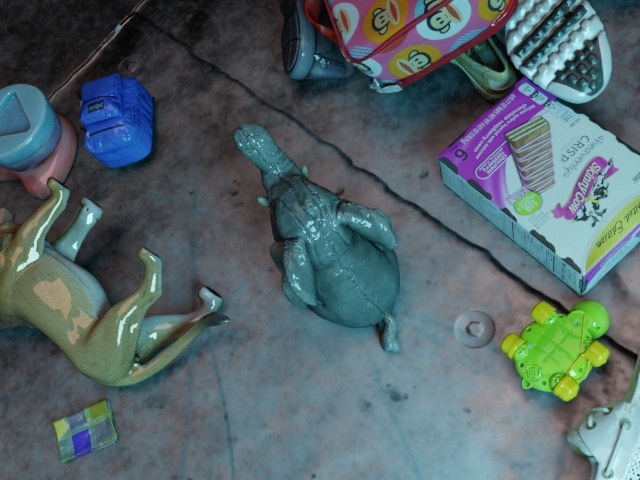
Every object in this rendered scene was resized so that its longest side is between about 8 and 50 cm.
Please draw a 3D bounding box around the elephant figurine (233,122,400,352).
[{"bbox_3d":[0.000,0.000,0.899,0.186,0.239,0.169,9,69,21],"label":"elephant figurine"}]

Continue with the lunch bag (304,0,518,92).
[{"bbox_3d":[0.092,-0.344,1.009,0.258,0.120,0.293,-29,58,27],"label":"lunch bag"}]

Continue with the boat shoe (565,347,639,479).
[{"bbox_3d":[0.296,0.207,0.793,0.096,0.098,0.277,13,72,21],"label":"boat shoe"}]

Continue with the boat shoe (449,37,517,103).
[{"bbox_3d":[0.198,-0.269,1.059,0.068,0.072,0.190,-37,61,-2],"label":"boat shoe"}]

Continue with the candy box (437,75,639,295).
[{"bbox_3d":[0.277,-0.070,0.943,0.159,0.071,0.233,-43,62,-6],"label":"candy box"}]

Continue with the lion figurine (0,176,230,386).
[{"bbox_3d":[-0.321,0.082,1.022,0.392,0.142,0.240,34,86,23],"label":"lion figurine"}]

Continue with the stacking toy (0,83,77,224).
[{"bbox_3d":[-0.549,-0.127,1.192,0.309,0.130,0.279,12,70,22],"label":"stacking toy"}]

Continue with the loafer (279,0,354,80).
[{"bbox_3d":[-0.006,-0.361,1.165,0.095,0.109,0.302,7,65,-20],"label":"loafer"}]

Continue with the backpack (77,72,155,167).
[{"bbox_3d":[-0.304,-0.173,1.156,0.098,0.101,0.120,-16,66,17],"label":"backpack"}]

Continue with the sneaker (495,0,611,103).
[{"bbox_3d":[0.272,-0.269,0.995,0.110,0.118,0.292,-41,52,17],"label":"sneaker"}]

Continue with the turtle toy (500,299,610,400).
[{"bbox_3d":[0.265,0.115,0.863,0.130,0.066,0.095,-45,61,-7],"label":"turtle toy"}]

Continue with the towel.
[{"bbox_3d":[-0.301,0.243,1.011,0.083,0.009,0.060,-23,62,6],"label":"towel"}]
